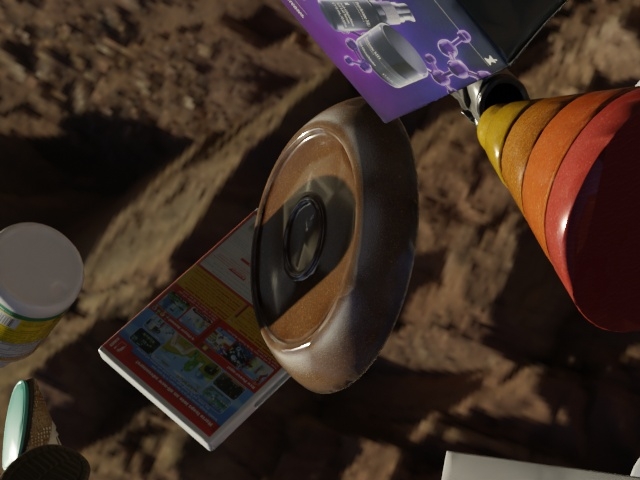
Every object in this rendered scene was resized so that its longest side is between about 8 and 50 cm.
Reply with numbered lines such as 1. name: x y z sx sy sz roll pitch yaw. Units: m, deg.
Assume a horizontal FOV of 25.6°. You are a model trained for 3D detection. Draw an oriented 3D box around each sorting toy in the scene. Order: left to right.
1. sorting toy: 0.219 -0.083 0.718 0.126 0.365 0.127 33 139 46

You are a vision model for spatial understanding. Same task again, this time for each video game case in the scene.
1. video game case: -0.105 0.103 1.754 0.204 0.285 0.025 36 156 27

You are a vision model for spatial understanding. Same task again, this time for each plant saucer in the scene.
1. plant saucer: 0.000 0.000 1.450 0.050 0.311 0.310 11 168 -27

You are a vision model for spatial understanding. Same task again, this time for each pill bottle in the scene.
1. pill bottle: -0.364 0.074 1.658 0.117 0.118 0.208 29 142 -13

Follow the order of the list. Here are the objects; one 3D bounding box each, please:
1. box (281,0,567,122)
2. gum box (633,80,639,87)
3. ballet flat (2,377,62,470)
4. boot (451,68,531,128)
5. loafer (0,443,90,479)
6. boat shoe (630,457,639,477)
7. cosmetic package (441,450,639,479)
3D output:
1. box: 0.042 -0.239 1.119 0.261 0.103 0.184 48 149 -12
2. gum box: 0.477 -0.182 1.801 0.107 0.062 0.188 43 174 -3
3. ballet flat: -0.306 0.250 1.492 0.067 0.206 0.073 17 158 -26
4. boot: 0.134 -0.232 1.556 0.338 0.118 0.223 32 -162 -54
5. loafer: -0.220 0.204 1.010 0.056 0.148 0.050 34 133 9
6. boat shoe: 0.437 0.221 1.608 0.096 0.267 0.088 28 -161 33
7. cosmetic package: 0.236 0.243 1.295 0.239 0.060 0.099 2 166 36
